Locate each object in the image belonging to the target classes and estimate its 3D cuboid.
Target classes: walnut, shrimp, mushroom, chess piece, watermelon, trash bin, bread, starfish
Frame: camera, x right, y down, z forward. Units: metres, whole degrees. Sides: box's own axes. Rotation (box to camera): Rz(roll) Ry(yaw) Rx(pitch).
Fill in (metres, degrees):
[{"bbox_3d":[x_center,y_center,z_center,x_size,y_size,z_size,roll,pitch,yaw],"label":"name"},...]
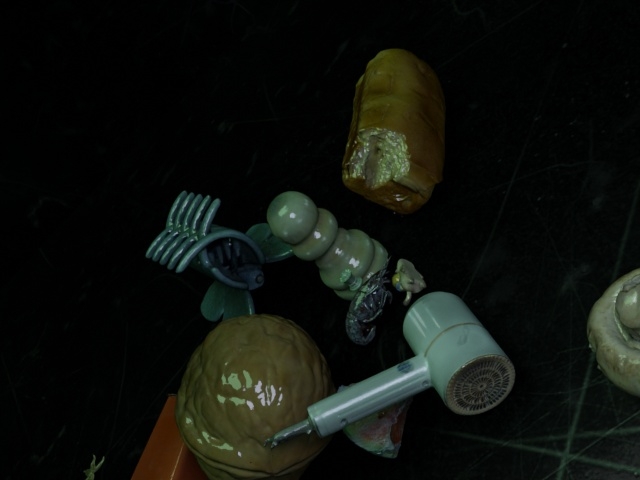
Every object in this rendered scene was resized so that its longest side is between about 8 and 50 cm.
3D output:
[{"bbox_3d":[-0.103,0.265,1.169,0.277,0.251,0.313,-53,24,15],"label":"walnut"},{"bbox_3d":[0.093,0.103,1.252,0.165,0.065,0.056,-60,6,1],"label":"shrimp"},{"bbox_3d":[0.383,0.100,0.812,0.166,0.127,0.166,-42,28,28],"label":"mushroom"},{"bbox_3d":[0.070,0.082,1.287,0.042,0.093,0.042,-33,36,29],"label":"chess piece"},{"bbox_3d":[0.000,0.000,1.322,0.133,0.243,0.133,-33,37,29],"label":"chess piece"},{"bbox_3d":[0.104,0.261,1.090,0.139,0.071,0.187,-40,25,2],"label":"watermelon"},{"bbox_3d":[-0.252,0.400,1.288,0.161,0.184,0.239,-14,50,38],"label":"trash bin"},{"bbox_3d":[0.155,-0.223,1.399,0.149,0.195,0.344,-51,24,46],"label":"bread"},{"bbox_3d":[-0.548,0.559,1.717,0.092,0.016,0.086,-49,32,1],"label":"starfish"}]

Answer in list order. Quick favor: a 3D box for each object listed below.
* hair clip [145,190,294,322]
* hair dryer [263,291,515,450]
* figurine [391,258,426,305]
[{"bbox_3d":[-0.223,0.032,1.607,0.392,0.238,0.318,-58,28,-8],"label":"hair clip"},{"bbox_3d":[0.078,0.206,1.019,0.357,0.108,0.173,-23,32,-5],"label":"hair dryer"},{"bbox_3d":[0.147,0.072,1.248,0.051,0.047,0.083,-54,24,19],"label":"figurine"}]
